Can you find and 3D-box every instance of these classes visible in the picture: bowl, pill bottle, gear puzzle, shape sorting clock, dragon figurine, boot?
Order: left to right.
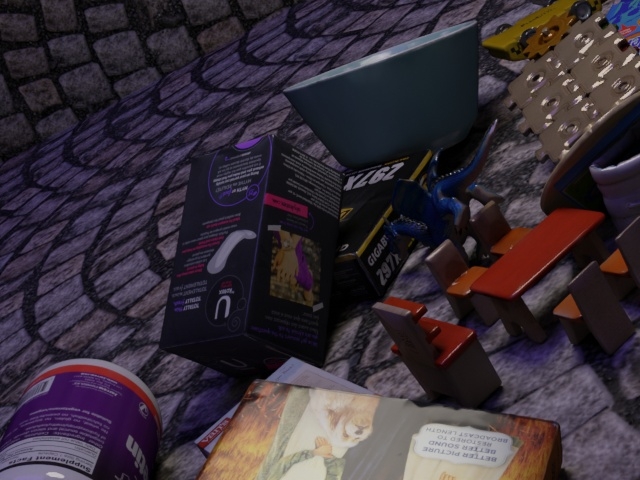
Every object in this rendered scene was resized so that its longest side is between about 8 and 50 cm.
[{"bbox_3d":[-0.292,0.286,1.449,0.181,0.181,0.323,-26,22,16],"label":"pill bottle"},{"bbox_3d":[0.114,-0.205,1.925,0.311,0.163,0.311,-20,10,4],"label":"bowl"},{"bbox_3d":[0.142,-0.052,1.552,0.085,0.289,0.144,-37,59,-24],"label":"dragon figurine"},{"bbox_3d":[0.324,-0.205,1.632,0.175,0.044,0.339,-40,27,15],"label":"gear puzzle"},{"bbox_3d":[0.333,-0.103,1.460,0.206,0.206,0.040,-35,62,-7],"label":"shape sorting clock"},{"bbox_3d":[0.419,-0.100,1.374,0.258,0.123,0.095,-33,21,-2],"label":"boot"}]

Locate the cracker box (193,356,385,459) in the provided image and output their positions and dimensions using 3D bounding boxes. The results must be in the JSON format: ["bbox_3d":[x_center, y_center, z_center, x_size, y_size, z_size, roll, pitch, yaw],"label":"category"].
[{"bbox_3d":[-0.021,0.219,1.374,0.156,0.067,0.232,-40,23,-17],"label":"cracker box"}]

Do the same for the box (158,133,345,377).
[{"bbox_3d":[-0.084,0.024,1.630,0.165,0.143,0.270,-13,61,42],"label":"box"}]

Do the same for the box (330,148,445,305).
[{"bbox_3d":[0.000,0.000,1.814,0.322,0.079,0.257,-14,26,40],"label":"box"}]

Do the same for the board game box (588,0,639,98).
[{"bbox_3d":[0.441,-0.273,1.691,0.160,0.047,0.210,-15,30,40],"label":"board game box"}]

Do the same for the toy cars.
[{"bbox_3d":[0.401,-0.373,2.065,0.176,0.087,0.393,-10,27,36],"label":"toy cars"}]

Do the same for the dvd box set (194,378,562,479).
[{"bbox_3d":[0.006,0.286,1.038,0.308,0.062,0.420,6,36,21],"label":"dvd box set"}]

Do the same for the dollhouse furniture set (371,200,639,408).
[{"bbox_3d":[0.195,0.047,1.351,0.259,0.135,0.262,-40,22,-19],"label":"dollhouse furniture set"}]
